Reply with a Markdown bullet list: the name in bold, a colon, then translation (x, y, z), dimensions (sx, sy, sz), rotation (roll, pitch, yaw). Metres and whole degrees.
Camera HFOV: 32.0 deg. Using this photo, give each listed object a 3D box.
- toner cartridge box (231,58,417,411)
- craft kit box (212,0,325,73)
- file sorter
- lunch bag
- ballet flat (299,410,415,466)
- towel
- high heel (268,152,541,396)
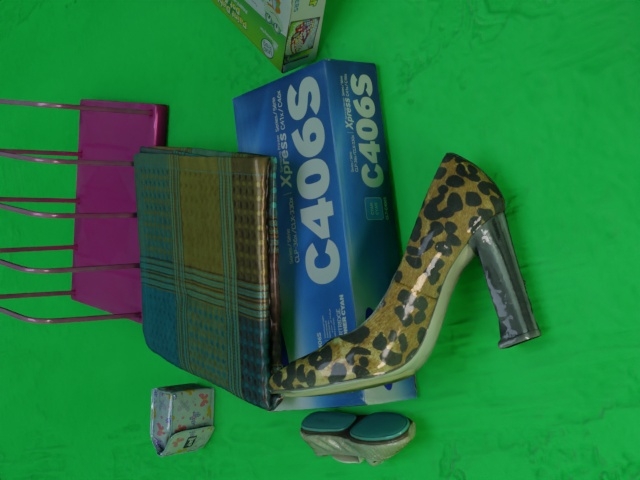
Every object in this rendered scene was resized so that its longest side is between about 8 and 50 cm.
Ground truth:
- **toner cartridge box**: translation (0.000, 0.000, 1.171), dimensions (0.165, 0.075, 0.347), rotation (-15, 80, 50)
- **craft kit box**: translation (-0.082, -0.345, 1.173), dimensions (0.250, 0.061, 0.246), rotation (48, 148, 24)
- **file sorter**: translation (-0.340, -0.044, 1.481), dimensions (0.202, 0.182, 0.290), rotation (11, 99, 48)
- **lunch bag**: translation (-0.169, 0.222, 1.376), dimensions (0.053, 0.071, 0.083), rotation (8, 95, 45)
- **ballet flat**: translation (0.045, 0.206, 1.154), dimensions (0.168, 0.057, 0.052), rotation (-4, 116, 53)
- **towel**: translation (-0.133, 0.029, 1.282), dimensions (0.370, 0.040, 0.271), rotation (10, 104, 61)
- **high heel**: translation (0.056, 0.037, 1.037), dimensions (0.261, 0.093, 0.186), rotation (-18, 80, 11)
